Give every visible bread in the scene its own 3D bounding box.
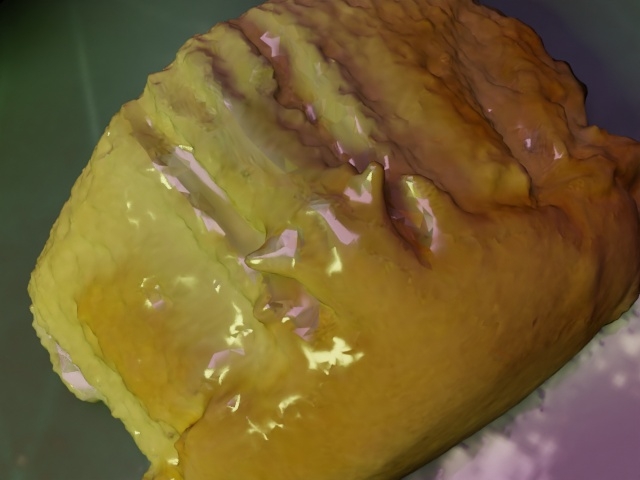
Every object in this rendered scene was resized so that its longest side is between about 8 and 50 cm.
[{"bbox_3d":[0.003,-0.006,0.535,0.251,0.133,0.174,-36,70,-1],"label":"bread"}]

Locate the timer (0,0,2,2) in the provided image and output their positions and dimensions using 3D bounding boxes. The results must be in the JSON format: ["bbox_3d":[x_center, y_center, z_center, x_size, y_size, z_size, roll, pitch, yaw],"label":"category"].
[{"bbox_3d":[-0.149,-0.249,0.595,0.270,0.270,0.383,41,70,17],"label":"timer"}]
